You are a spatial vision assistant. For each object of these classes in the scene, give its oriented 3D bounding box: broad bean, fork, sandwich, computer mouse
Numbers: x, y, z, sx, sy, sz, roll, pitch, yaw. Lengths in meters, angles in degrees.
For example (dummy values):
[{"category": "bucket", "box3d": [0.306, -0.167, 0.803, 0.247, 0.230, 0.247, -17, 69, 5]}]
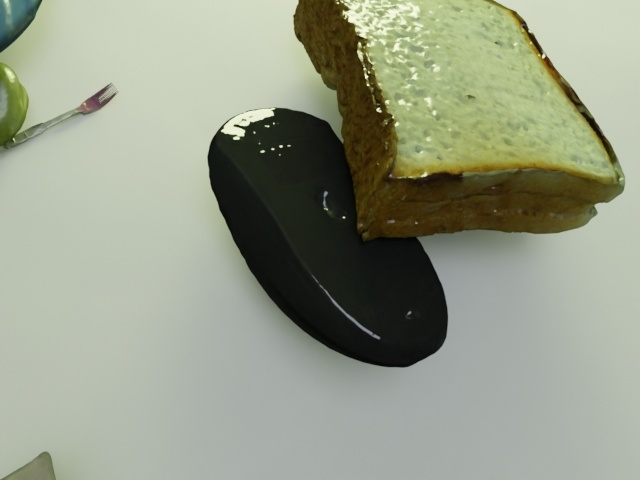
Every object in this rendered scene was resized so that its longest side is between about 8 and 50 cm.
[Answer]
[{"category": "broad bean", "box3d": [-0.290, -0.115, 0.448, 0.063, 0.045, 0.083, 17, 71, 3]}, {"category": "fork", "box3d": [-0.243, -0.115, 0.480, 0.115, 0.012, 0.016, -38, 79, -19]}, {"category": "sandwich", "box3d": [0.129, -0.142, 0.508, 0.270, 0.099, 0.301, 2, 53, -25]}, {"category": "computer mouse", "box3d": [0.000, 0.000, 0.456, 0.137, 0.086, 0.270, -20, 67, -38]}]

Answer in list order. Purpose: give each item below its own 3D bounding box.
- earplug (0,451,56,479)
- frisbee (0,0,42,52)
[{"category": "earplug", "box3d": [-0.162, 0.298, 0.272, 0.172, 0.172, 0.301, -29, 86, -23]}, {"category": "frisbee", "box3d": [-0.396, -0.243, 0.443, 0.289, 0.049, 0.290, 4, 62, -7]}]
